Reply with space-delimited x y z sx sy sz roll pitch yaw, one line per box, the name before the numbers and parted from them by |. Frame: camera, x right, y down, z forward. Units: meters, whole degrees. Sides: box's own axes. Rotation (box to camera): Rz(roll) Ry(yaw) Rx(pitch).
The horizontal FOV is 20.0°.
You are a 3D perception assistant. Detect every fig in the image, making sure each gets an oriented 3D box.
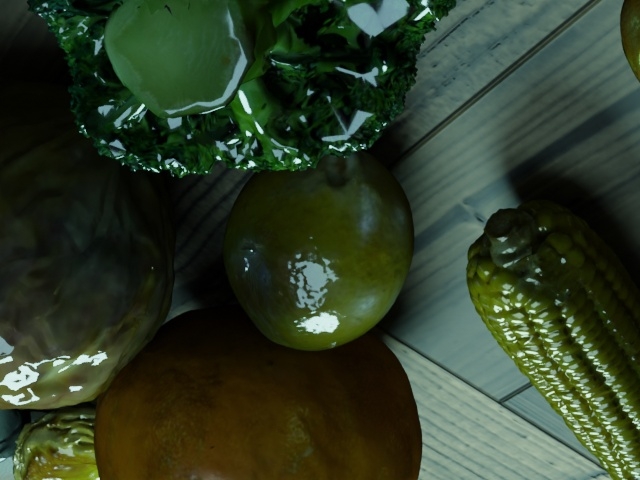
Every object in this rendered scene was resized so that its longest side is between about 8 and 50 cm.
fig | -0.189 -0.044 1.445 0.369 0.286 0.286 -40 118 15

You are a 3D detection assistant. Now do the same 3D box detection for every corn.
corn | 0.227 0.098 1.474 0.120 0.120 0.363 -8 136 33

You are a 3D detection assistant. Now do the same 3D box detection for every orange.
orange | -0.052 0.167 1.566 0.284 0.284 0.226 1 97 24

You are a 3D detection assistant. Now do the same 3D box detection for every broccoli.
broccoli | -0.069 -0.159 1.154 0.298 0.297 0.297 5 111 14

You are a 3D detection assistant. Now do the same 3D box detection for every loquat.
loquat | 0.000 0.000 1.432 0.152 0.152 0.195 19 142 2

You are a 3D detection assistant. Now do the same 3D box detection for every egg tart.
egg tart | -0.165 0.236 1.828 0.295 0.116 0.294 9 140 7

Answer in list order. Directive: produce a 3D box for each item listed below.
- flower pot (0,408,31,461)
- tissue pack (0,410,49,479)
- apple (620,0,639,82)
flower pot | -0.413 0.189 1.831 0.229 0.103 0.108 -24 133 9
tissue pack | -0.316 0.302 2.017 0.170 0.071 0.325 3 140 18
apple | 0.254 -0.137 1.182 0.102 0.099 0.114 -28 97 36
